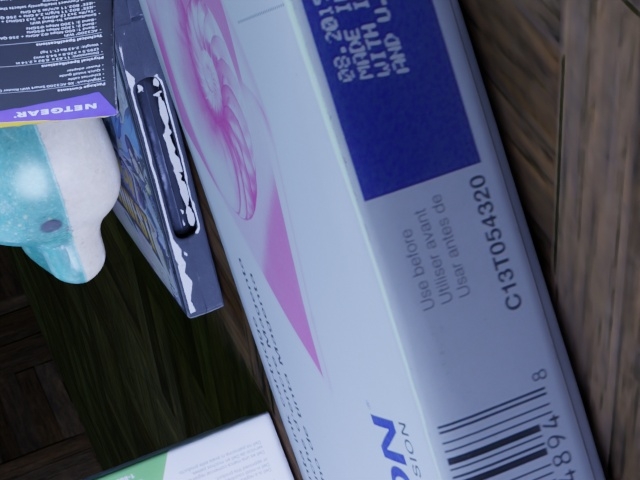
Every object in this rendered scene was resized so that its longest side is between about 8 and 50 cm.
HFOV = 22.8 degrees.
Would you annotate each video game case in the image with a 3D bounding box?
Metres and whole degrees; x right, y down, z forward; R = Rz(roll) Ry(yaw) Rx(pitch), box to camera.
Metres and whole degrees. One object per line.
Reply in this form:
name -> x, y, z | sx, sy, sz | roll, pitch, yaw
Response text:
video game case -> -0.153, -0.108, 1.172 | 0.275, 0.035, 0.248 | -133, 26, -57

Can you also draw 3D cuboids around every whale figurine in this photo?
whale figurine -> -0.235, -0.054, 1.188 | 0.272, 0.141, 0.216 | 105, 141, -67

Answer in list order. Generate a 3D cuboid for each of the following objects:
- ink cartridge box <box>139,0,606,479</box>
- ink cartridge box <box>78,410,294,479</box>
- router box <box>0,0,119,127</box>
ink cartridge box -> 0.000, 0.000, 0.683 | 0.330, 0.071, 0.324 | -176, 67, -73
ink cartridge box -> -0.076, 0.251, 1.119 | 0.092, 0.160, 0.219 | 144, 106, -77
router box -> -0.156, -0.246, 0.765 | 0.243, 0.081, 0.308 | 100, 160, -64
